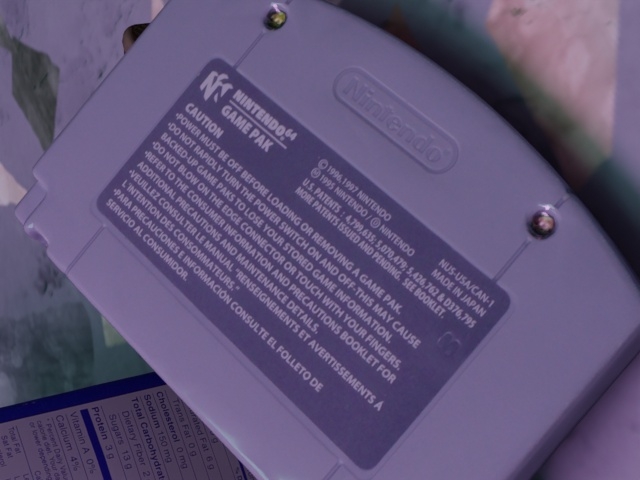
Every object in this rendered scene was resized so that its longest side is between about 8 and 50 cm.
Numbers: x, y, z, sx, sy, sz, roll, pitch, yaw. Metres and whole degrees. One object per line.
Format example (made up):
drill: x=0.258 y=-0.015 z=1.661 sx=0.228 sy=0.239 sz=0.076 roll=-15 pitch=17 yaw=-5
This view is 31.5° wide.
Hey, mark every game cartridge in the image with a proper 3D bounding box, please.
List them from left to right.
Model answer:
game cartridge: x=0.000 y=0.000 z=0.537 sx=0.294 sy=0.060 sz=0.196 roll=42 pitch=97 yaw=27

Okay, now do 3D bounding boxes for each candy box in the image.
candy box: x=-0.201 y=0.175 z=0.669 sx=0.268 sy=0.317 sz=0.122 roll=-30 pitch=73 yaw=46

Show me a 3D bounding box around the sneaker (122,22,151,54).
sneaker: x=-0.062 y=-0.056 z=0.655 sx=0.188 sy=0.066 sz=0.071 roll=45 pitch=129 yaw=32
